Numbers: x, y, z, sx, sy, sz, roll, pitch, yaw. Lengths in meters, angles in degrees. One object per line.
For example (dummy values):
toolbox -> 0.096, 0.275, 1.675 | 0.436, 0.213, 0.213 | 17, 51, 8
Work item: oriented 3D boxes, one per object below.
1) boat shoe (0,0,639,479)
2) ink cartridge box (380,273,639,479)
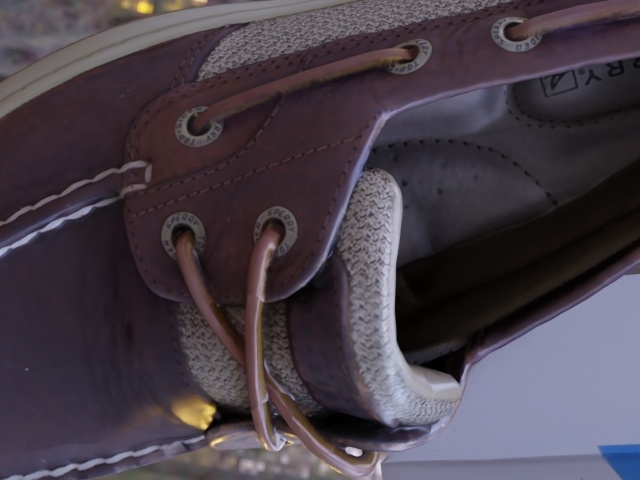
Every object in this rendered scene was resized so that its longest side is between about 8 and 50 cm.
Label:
boat shoe -> 0.000, 0.000, 0.523 | 0.123, 0.342, 0.123 | -112, 180, -60
ink cartridge box -> 0.152, 0.145, 0.657 | 0.168, 0.171, 0.233 | -39, 118, -56
